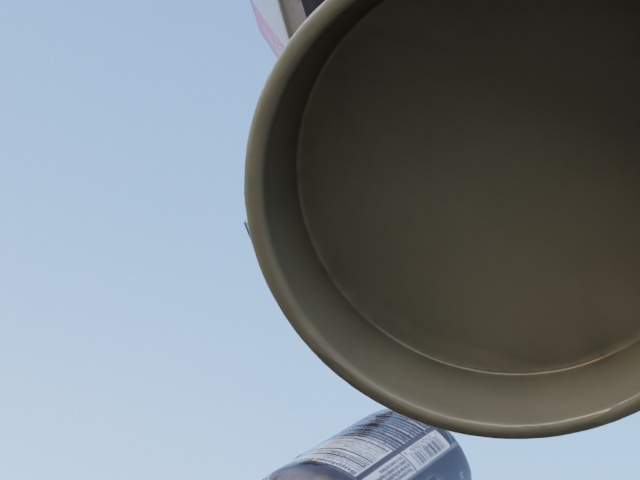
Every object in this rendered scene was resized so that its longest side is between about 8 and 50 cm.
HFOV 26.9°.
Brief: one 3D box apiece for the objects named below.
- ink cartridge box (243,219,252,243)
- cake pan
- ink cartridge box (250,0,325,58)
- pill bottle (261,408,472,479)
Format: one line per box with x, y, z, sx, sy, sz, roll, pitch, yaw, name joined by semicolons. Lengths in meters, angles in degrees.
0.000;0.000;1.482;0.134;0.078;0.231;-23;-6;0;ink cartridge box
0.105;-0.029;0.754;0.293;0.054;0.293;4;-69;9;cake pan
0.022;-0.249;1.053;0.172;0.100;0.237;-29;-31;-7;ink cartridge box
0.020;0.225;1.066;0.130;0.245;0.130;5;-79;28;pill bottle
